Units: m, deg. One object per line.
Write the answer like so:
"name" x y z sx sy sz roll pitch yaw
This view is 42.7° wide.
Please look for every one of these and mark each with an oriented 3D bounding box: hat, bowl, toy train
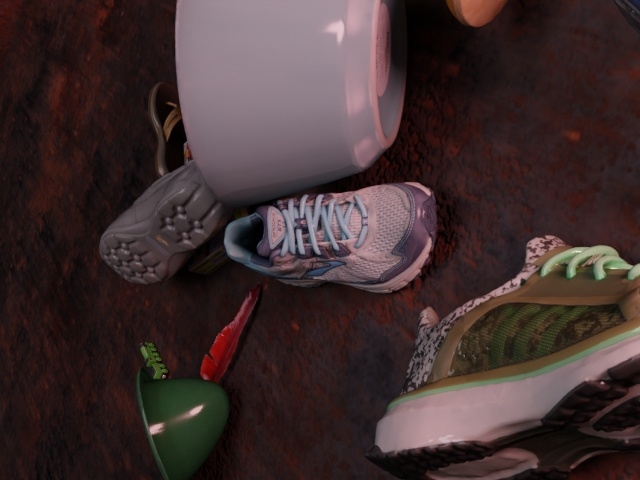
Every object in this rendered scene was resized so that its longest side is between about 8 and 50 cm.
"hat" -0.121 0.208 1.037 0.173 0.184 0.208 -115 9 -49
"bowl" -0.007 -0.182 0.816 0.163 0.311 0.311 4 81 15
"toy train" -0.250 0.178 1.217 0.083 0.024 0.017 46 116 49

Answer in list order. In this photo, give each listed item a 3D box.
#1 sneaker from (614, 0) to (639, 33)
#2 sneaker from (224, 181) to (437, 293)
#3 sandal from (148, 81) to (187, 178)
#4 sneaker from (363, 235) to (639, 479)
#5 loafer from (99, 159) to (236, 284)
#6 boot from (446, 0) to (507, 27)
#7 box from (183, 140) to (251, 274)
"sneaker" 0.297 -0.168 0.550 0.129 0.111 0.297 -47 47 12
"sneaker" 0.000 0.000 0.854 0.283 0.122 0.110 -15 68 51
"sandal" -0.221 -0.164 1.251 0.049 0.072 0.180 -23 62 30
"sneaker" 0.188 0.054 0.583 0.410 0.158 0.182 -30 44 41
"loafer" -0.198 -0.025 1.095 0.319 0.112 0.111 -24 25 48
"boot" 0.099 -0.336 0.801 0.211 0.104 0.295 7 73 34
"box" -0.145 -0.069 1.142 0.114 0.036 0.206 -33 54 43
